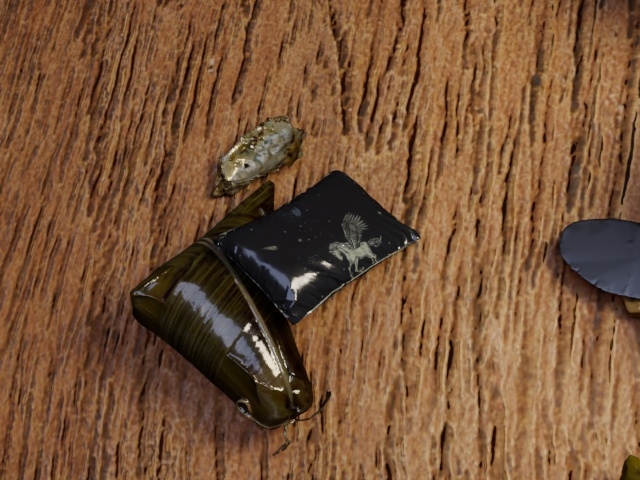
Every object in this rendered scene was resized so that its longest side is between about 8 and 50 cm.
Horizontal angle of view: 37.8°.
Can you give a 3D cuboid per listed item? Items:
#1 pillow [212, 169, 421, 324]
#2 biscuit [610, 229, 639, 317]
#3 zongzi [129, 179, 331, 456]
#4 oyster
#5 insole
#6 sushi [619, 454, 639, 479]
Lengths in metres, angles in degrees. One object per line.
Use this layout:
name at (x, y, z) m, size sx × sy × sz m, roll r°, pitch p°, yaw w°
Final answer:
pillow at (0.000, 0.000, 1.051) m, size 0.141 × 0.055 × 0.208 m, roll 42°, pitch 51°, yaw 19°
biscuit at (0.413, 0.061, 0.991) m, size 0.239 × 0.041 × 0.212 m, roll 34°, pitch 82°, yaw 20°
zongzi at (-0.052, 0.071, 1.062) m, size 0.248 × 0.111 × 0.241 m, roll 41°, pitch 65°, yaw 12°
oyster at (-0.080, -0.104, 1.158) m, size 0.132 × 0.029 × 0.086 m, roll -16°, pitch 62°, yaw 9°
insole at (0.378, 0.032, 0.987) m, size 0.253 × 0.005 × 0.086 m, roll 15°, pitch 75°, yaw 22°
sushi at (0.352, 0.311, 0.859) m, size 0.179 × 0.167 × 0.296 m, roll 30°, pitch 85°, yaw -4°
